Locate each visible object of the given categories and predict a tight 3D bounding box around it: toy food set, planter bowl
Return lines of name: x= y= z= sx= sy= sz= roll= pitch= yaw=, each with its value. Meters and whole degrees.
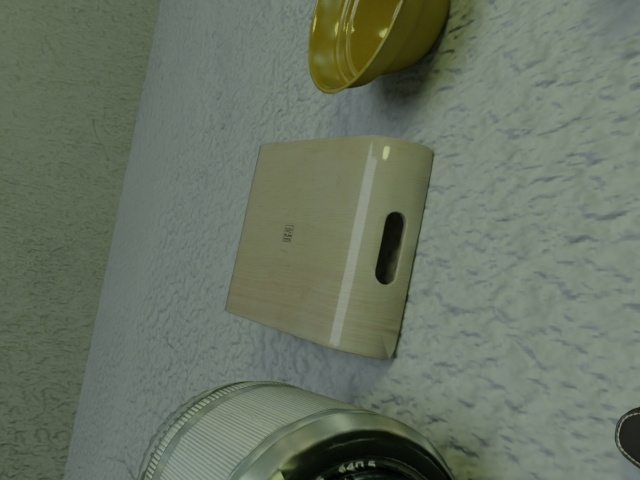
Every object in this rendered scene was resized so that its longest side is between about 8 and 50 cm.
toy food set: x=0.000 y=0.000 z=0.816 sx=0.306 sy=0.092 sz=0.220 roll=7 pitch=83 yaw=56
planter bowl: x=0.075 y=-0.252 z=0.757 sx=0.217 sy=0.090 sz=0.217 roll=-36 pitch=48 yaw=52

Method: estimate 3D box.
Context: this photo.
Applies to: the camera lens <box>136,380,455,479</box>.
camera lens: x=-0.029 y=0.238 z=0.591 sx=0.274 sy=0.219 sz=0.220 roll=-5 pitch=74 yaw=62

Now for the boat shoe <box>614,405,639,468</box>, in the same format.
boat shoe: x=0.212 y=0.115 z=0.363 sx=0.152 sy=0.049 sz=0.056 roll=1 pitch=79 yaw=64
